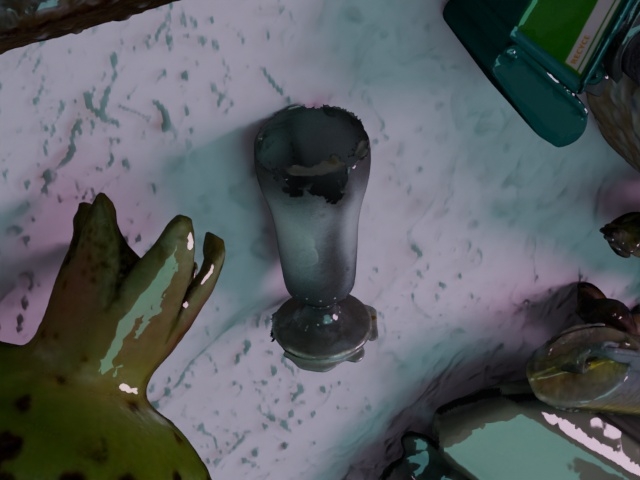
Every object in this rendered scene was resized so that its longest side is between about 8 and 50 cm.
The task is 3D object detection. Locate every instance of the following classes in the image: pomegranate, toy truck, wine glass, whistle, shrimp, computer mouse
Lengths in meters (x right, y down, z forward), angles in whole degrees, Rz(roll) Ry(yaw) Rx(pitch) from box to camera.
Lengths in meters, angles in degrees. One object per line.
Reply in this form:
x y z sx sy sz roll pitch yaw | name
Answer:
-0.168 0.122 0.997 0.231 0.231 0.286 12 76 -41 | pomegranate
0.170 -0.179 1.036 0.124 0.114 0.253 12 117 -28 | toy truck
0.000 0.000 1.086 0.072 0.072 0.155 -22 135 -20 | wine glass
0.256 0.101 1.316 0.068 0.057 0.326 -26 157 30 | whistle
0.240 0.027 1.288 0.254 0.059 0.145 2 139 -45 | shrimp
0.203 0.238 1.371 0.228 0.145 0.429 -49 136 12 | computer mouse

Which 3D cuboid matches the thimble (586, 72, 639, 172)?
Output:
0.294 -0.095 1.163 0.196 0.148 0.229 -51 138 9 | thimble

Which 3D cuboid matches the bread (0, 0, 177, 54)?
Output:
0.001 -0.216 0.837 0.416 0.165 0.113 -22 178 -20 | bread
